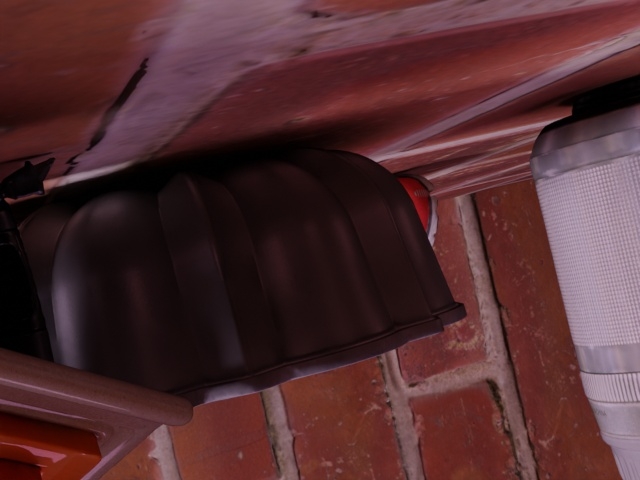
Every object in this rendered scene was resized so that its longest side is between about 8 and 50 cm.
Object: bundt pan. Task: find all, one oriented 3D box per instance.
[{"bbox_3d":[-0.084,0.026,0.774,0.331,0.124,0.331,-15,-179,0],"label":"bundt pan"}]

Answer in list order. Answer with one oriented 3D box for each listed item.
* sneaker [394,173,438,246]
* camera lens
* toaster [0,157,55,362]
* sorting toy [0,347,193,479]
[{"bbox_3d":[0.000,0.000,1.314,0.279,0.107,0.118,-17,167,41],"label":"sneaker"},{"bbox_3d":[0.279,0.018,0.889,0.219,0.274,0.219,-13,179,0],"label":"camera lens"},{"bbox_3d":[-0.196,0.066,0.554,0.185,0.168,0.110,-12,-179,-17],"label":"toaster"},{"bbox_3d":[-0.160,0.096,0.404,0.196,0.047,0.347,-38,144,22],"label":"sorting toy"}]
